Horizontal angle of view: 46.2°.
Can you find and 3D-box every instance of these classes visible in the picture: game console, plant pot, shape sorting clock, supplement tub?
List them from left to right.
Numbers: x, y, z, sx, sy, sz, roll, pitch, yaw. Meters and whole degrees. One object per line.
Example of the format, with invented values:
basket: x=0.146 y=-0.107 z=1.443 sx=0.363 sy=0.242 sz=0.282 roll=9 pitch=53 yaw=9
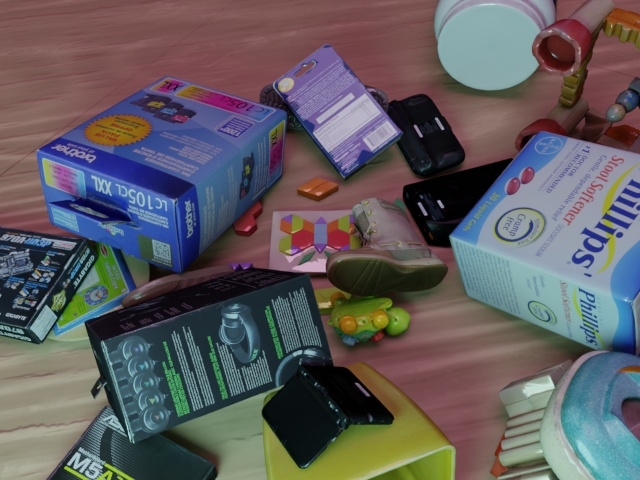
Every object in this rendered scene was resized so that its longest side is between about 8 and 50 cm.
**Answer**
shape sorting clock: x=-0.375 y=0.078 z=1.216 sx=0.206 sy=0.040 sz=0.206 roll=-9 pitch=49 yaw=10
game console: x=0.007 y=0.205 z=0.882 sx=0.107 sy=0.071 sz=0.122 roll=9 pitch=17 yaw=-32
plant pot: x=0.030 y=0.281 z=0.941 sx=0.212 sy=0.212 sz=0.187 roll=-17 pitch=41 yaw=-11
game console: x=0.232 y=-0.148 z=1.375 sx=0.213 sy=0.044 sz=0.361 roll=-14 pitch=52 yaw=-11
supplement tub: x=0.357 y=-0.483 z=1.517 sx=0.236 sy=0.235 sz=0.324 roll=9 pitch=52 yaw=10

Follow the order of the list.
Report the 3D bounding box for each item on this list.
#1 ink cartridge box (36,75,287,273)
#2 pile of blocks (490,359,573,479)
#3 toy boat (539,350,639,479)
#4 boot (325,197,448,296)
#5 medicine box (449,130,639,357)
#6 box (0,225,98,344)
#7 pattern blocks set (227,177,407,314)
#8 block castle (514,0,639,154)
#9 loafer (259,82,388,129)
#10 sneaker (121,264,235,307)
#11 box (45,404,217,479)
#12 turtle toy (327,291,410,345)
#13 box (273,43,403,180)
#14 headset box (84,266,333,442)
ink cartridge box: x=-0.264 y=-0.109 z=1.235 sx=0.270 sy=0.151 sz=0.395 roll=19 pitch=41 yaw=19
pile of blocks: x=0.283 y=0.322 z=0.967 sx=0.149 sy=0.113 sz=0.362 roll=44 pitch=41 yaw=-20
toy boat: x=0.424 y=0.267 z=0.904 sx=0.318 sy=0.148 sz=0.267 roll=48 pitch=40 yaw=9
boot: x=0.078 y=0.004 z=1.174 sx=0.213 sy=0.077 sz=0.165 roll=2 pitch=42 yaw=-32
medicine box: x=0.393 y=-0.003 z=1.120 sx=0.289 sy=0.149 sz=0.263 roll=23 pitch=60 yaw=41
box: x=-0.495 y=0.064 z=1.201 sx=0.220 sy=0.051 sz=0.175 roll=7 pitch=53 yaw=22
pattern blocks set: x=0.000 y=0.000 z=1.274 sx=0.325 sy=0.026 sz=0.285 roll=-12 pitch=52 yaw=-8
block castle: x=0.550 y=-0.170 z=1.212 sx=0.453 sy=0.303 sz=0.213 roll=31 pitch=59 yaw=25
loafer: x=0.007 y=-0.266 z=1.463 sx=0.251 sy=0.094 sz=0.087 roll=6 pitch=20 yaw=5
sneaker: x=-0.209 y=0.090 z=1.165 sx=0.189 sy=0.066 sz=0.071 roll=-16 pitch=74 yaw=-27
box: x=-0.266 y=0.339 z=0.998 sx=0.191 sy=0.045 sz=0.184 roll=23 pitch=57 yaw=20
turtle toy: x=0.074 y=0.121 z=1.145 sx=0.130 sy=0.066 sz=0.095 roll=-8 pitch=28 yaw=-7
box: x=0.030 y=-0.238 z=1.382 sx=0.136 sy=0.036 sz=0.225 roll=-37 pitch=82 yaw=-1
headset box: x=-0.167 y=0.139 z=0.996 sx=0.283 sy=0.246 sz=0.131 roll=-17 pitch=96 yaw=-22
